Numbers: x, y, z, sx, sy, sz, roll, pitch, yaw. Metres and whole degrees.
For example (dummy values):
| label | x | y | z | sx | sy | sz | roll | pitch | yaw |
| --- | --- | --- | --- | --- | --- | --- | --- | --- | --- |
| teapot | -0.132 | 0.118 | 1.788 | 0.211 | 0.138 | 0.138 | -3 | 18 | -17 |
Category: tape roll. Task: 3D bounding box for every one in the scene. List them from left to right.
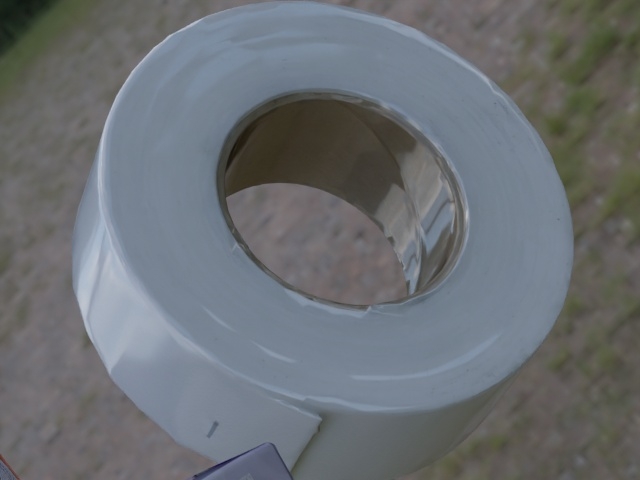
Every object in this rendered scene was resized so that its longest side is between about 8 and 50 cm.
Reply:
| label | x | y | z | sx | sy | sz | roll | pitch | yaw |
| --- | --- | --- | --- | --- | --- | --- | --- | --- | --- |
| tape roll | 0.000 | 0.000 | 1.105 | 0.286 | 0.286 | 0.100 | -54 | -4 | -36 |

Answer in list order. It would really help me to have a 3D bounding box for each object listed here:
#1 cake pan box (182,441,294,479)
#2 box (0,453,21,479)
| label | x | y | z | sx | sy | sz | roll | pitch | yaw |
| --- | --- | --- | --- | --- | --- | --- | --- | --- | --- |
| cake pan box | -0.135 | 0.164 | 0.654 | 0.246 | 0.070 | 0.267 | -25 | -3 | 15 |
| box | -0.218 | 0.265 | 1.270 | 0.123 | 0.257 | 0.128 | -22 | 53 | 1 |
